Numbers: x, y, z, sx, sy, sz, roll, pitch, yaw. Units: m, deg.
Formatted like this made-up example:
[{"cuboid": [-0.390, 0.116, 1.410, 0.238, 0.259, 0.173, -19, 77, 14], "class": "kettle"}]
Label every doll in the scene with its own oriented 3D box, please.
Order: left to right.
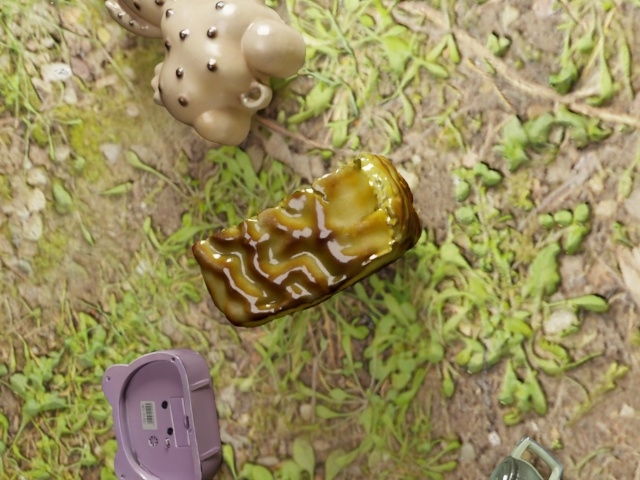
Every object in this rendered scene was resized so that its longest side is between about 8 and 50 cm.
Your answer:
[{"cuboid": [-0.128, -0.226, 0.991, 0.154, 0.119, 0.278, -37, 71, 21], "class": "doll"}]

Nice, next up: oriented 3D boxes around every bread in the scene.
[{"cuboid": [0.000, 0.000, 0.894, 0.181, 0.222, 0.096, -26, 88, 14], "class": "bread"}]

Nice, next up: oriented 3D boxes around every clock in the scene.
[{"cuboid": [-0.165, 0.190, 1.076, 0.110, 0.050, 0.153, -7, 92, 24], "class": "clock"}]

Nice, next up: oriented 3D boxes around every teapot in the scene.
[{"cuboid": [0.186, 0.226, 0.928, 0.057, 0.066, 0.088, 27, 83, -1], "class": "teapot"}]
